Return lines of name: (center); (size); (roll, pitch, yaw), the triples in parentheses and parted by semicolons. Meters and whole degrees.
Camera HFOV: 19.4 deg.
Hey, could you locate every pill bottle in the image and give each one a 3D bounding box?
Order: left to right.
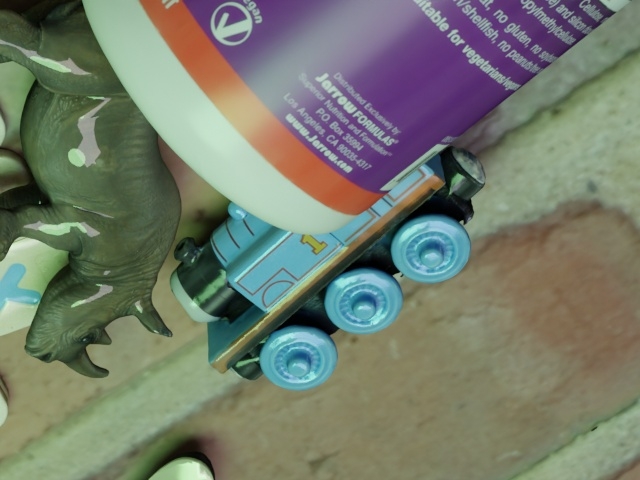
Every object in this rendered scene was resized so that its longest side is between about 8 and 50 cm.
pill bottle: (0.061, -0.160, 0.828); (0.323, 0.181, 0.181); (-39, 125, 16)

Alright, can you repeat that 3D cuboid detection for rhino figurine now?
rhino figurine: (-0.123, -0.021, 0.954); (0.106, 0.073, 0.243); (-16, 127, -16)

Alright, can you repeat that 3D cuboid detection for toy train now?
toy train: (0.000, 0.000, 1.003); (0.184, 0.080, 0.105); (-40, 115, 20)

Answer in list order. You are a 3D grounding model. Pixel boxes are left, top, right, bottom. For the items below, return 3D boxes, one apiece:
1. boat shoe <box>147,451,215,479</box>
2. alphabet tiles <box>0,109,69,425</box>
boat shoe: (-0.094, 0.175, 1.134); (0.049, 0.042, 0.133); (23, 120, 2)
alphabet tiles: (-0.278, 0.021, 0.988); (0.278, 0.021, 0.284); (-19, 128, 2)
